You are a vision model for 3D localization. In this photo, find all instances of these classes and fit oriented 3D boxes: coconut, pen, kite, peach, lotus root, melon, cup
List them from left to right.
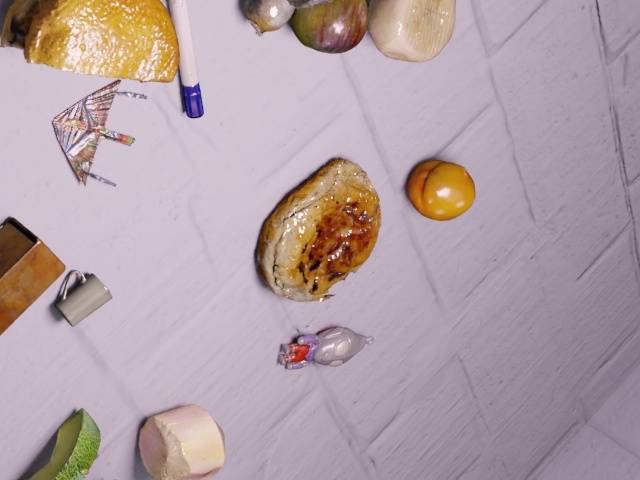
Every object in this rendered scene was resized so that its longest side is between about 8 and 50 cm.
[{"bbox_3d":[-0.464,0.404,2.080,0.209,0.118,0.064,-43,126,1],"label":"melon"},{"bbox_3d":[-0.399,0.094,1.981,0.083,0.054,0.075,-40,139,-17],"label":"cup"},{"bbox_3d":[-0.359,-0.172,1.881,0.160,0.010,0.183,11,103,-45],"label":"kite"},{"bbox_3d":[-0.220,-0.319,1.911,0.033,0.033,0.269,-30,134,-29],"label":"pen"},{"bbox_3d":[-0.254,0.387,2.259,0.152,0.147,0.147,-8,120,-40],"label":"coconut"},{"bbox_3d":[-0.071,-0.415,1.967,0.088,0.088,0.165,33,78,-51],"label":"lotus root"},{"bbox_3d":[0.247,-0.103,2.456,0.138,0.138,0.138,-26,131,-33],"label":"peach"}]

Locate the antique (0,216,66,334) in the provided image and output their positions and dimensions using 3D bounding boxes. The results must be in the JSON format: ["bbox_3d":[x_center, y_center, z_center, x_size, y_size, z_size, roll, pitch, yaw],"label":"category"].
[{"bbox_3d":[-0.539,0.111,1.815,0.310,0.093,0.087,-46,140,-13],"label":"antique"}]

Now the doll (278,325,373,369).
[{"bbox_3d":[0.016,0.222,2.486,0.227,0.075,0.102,-4,135,-33],"label":"doll"}]

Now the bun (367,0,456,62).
[{"bbox_3d":[0.160,-0.425,2.167,0.178,0.128,0.193,5,100,-48],"label":"bun"}]

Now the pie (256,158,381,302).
[{"bbox_3d":[-0.001,-0.001,2.308,0.308,0.085,0.308,-26,132,-32],"label":"pie"}]

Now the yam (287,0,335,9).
[{"bbox_3d":[0.058,-0.461,1.912,0.254,0.154,0.154,-16,127,-25],"label":"yam"}]

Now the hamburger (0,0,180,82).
[{"bbox_3d":[-0.319,-0.319,1.725,0.283,0.144,0.156,-2,106,-47],"label":"hamburger"}]

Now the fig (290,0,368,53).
[{"bbox_3d":[0.032,-0.441,2.027,0.149,0.149,0.245,5,100,-48],"label":"fig"}]
